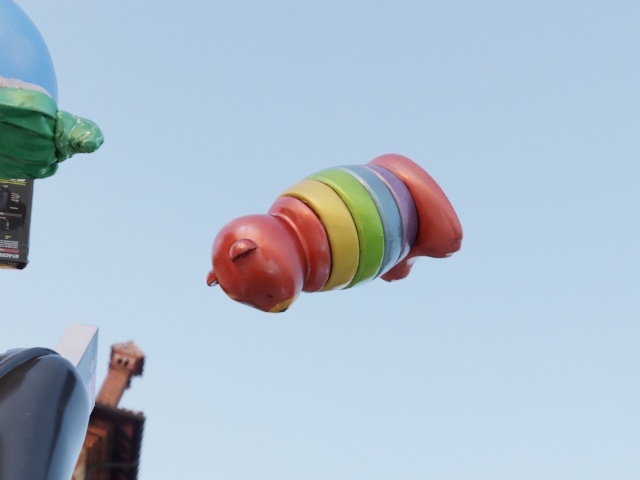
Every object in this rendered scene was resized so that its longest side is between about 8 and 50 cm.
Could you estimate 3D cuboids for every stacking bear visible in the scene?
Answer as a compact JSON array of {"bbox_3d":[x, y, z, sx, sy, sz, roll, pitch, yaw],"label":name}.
[{"bbox_3d":[0.000,0.000,0.984,0.175,0.289,0.164,-32,-100,53],"label":"stacking bear"}]

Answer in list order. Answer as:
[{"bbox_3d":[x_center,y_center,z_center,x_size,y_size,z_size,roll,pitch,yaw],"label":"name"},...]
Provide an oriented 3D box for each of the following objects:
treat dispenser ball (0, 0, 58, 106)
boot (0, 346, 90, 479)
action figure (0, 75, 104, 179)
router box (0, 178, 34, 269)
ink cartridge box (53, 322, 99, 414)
[{"bbox_3d":[-0.439,-0.164,0.889,0.288,0.288,0.288,8,-47,8],"label":"treat dispenser ball"},{"bbox_3d":[-0.108,0.231,0.563,0.446,0.367,0.146,1,-55,19],"label":"boot"},{"bbox_3d":[-0.283,-0.099,0.625,0.232,0.063,0.137,13,-54,-2],"label":"action figure"},{"bbox_3d":[-0.319,-0.026,0.715,0.123,0.092,0.038,7,-16,-25],"label":"router box"},{"bbox_3d":[-0.458,0.299,1.394,0.069,0.371,0.175,8,-71,-2],"label":"ink cartridge box"}]
